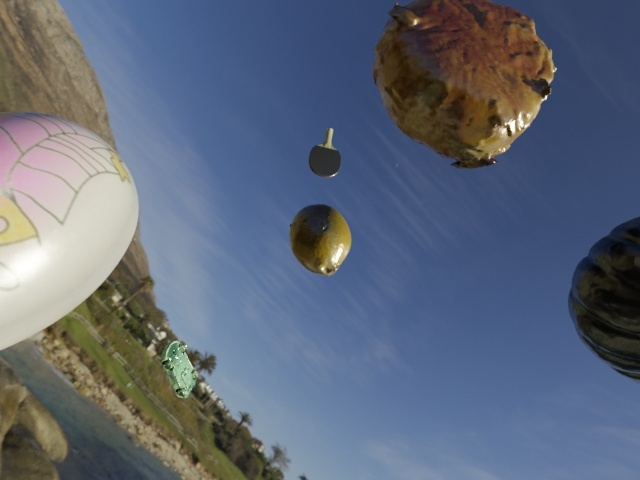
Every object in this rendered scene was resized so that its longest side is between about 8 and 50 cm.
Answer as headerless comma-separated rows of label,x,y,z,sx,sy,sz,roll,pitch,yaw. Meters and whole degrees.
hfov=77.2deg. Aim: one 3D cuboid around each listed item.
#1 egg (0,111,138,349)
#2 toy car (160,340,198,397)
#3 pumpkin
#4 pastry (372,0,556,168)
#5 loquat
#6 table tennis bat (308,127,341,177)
egg,-0.296,-0.011,0.374,0.196,0.271,0.196,6,-64,11
toy car,-0.427,0.382,1.199,0.058,0.093,0.186,-6,-65,19
pumpkin,0.354,0.057,0.397,0.194,0.194,0.150,83,-9,-48
pastry,0.173,-0.194,0.479,0.100,0.219,0.229,111,-25,-64
loquat,0.000,0.000,0.988,0.152,0.152,0.195,87,-7,-50
table tennis bat,0.016,-0.237,1.073,0.087,0.156,0.013,12,-25,-7
